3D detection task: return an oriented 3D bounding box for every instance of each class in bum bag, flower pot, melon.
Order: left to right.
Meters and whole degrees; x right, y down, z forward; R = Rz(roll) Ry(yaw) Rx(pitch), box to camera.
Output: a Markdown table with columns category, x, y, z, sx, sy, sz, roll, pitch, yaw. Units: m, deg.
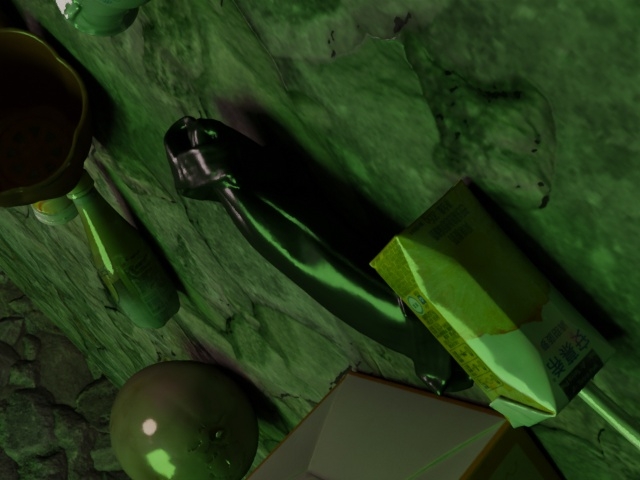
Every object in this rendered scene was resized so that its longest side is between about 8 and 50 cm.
| category | x | y | z | sx | sy | sz | roll | pitch | yaw |
| --- | --- | --- | --- | --- | --- | --- | --- | --- | --- |
| flower pot | -0.340 | -0.123 | 1.002 | 0.190 | 0.190 | 0.173 | 45 | 172 | 3 |
| melon | -0.224 | 0.307 | 1.447 | 0.223 | 0.223 | 0.317 | 54 | 154 | -18 |
| bum bag | 0.000 | 0.000 | 0.707 | 0.326 | 0.079 | 0.142 | 38 | 165 | 12 |

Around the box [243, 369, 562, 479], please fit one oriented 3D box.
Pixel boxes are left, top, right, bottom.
| category | x | y | z | sx | sy | sz | roll | pitch | yaw |
| --- | --- | --- | --- | --- | --- | --- | --- | --- | --- |
| box | 0.070 | 0.302 | 0.848 | 0.213 | 0.259 | 0.284 | 55 | 157 | -19 |

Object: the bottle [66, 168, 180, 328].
| category | x | y | z | sx | sy | sz | roll | pitch | yaw |
| --- | --- | --- | --- | --- | --- | --- | --- | --- | --- |
| bottle | -0.278 | 0.011 | 1.219 | 0.083 | 0.083 | 0.269 | 24 | 148 | 44 |

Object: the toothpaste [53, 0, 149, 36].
| category | x | y | z | sx | sy | sz | roll | pitch | yaw |
| --- | --- | --- | --- | --- | --- | --- | --- | --- | --- |
| toothpaste | -0.103 | -0.216 | 0.538 | 0.114 | 0.073 | 0.299 | 50 | 151 | -8 |

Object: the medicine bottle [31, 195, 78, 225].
| category | x | y | z | sx | sy | sz | roll | pitch | yaw |
| --- | --- | --- | --- | --- | --- | --- | --- | --- | --- |
| medicine bottle | -0.396 | -0.111 | 1.240 | 0.074 | 0.074 | 0.218 | 37 | 155 | 23 |

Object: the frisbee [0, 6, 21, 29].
| category | x | y | z | sx | sy | sz | roll | pitch | yaw |
| --- | --- | --- | --- | --- | --- | --- | --- | --- | --- |
| frisbee | -0.454 | -0.257 | 1.015 | 0.251 | 0.021 | 0.251 | 14 | 160 | 5 |

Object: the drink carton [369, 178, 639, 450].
| category | x | y | z | sx | sy | sz | roll | pitch | yaw |
| --- | --- | --- | --- | --- | --- | --- | --- | --- | --- |
| drink carton | 0.126 | 0.061 | 0.565 | 0.200 | 0.084 | 0.074 | 49 | 155 | 5 |
